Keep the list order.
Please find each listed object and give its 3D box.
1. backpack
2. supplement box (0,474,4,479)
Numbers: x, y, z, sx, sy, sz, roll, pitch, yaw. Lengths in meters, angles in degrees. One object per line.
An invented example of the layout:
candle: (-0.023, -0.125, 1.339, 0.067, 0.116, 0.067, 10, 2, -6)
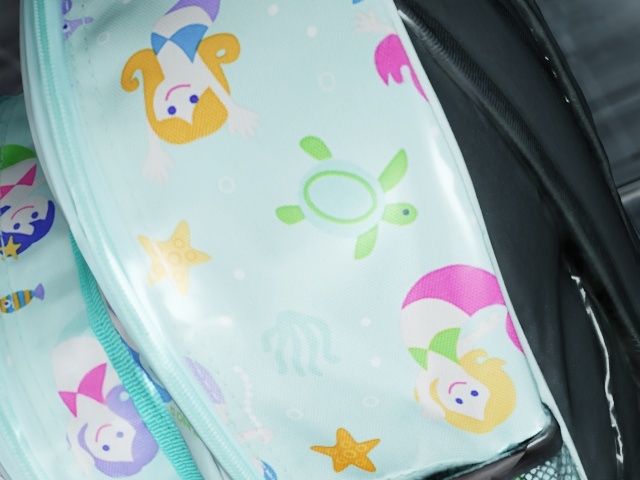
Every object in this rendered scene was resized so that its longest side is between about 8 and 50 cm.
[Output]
backpack: (0.000, 0.000, 0.528, 0.191, 0.225, 0.253, -18, 129, 8)
supplement box: (-0.083, 0.095, 0.719, 0.080, 0.078, 0.233, -26, 131, 18)
